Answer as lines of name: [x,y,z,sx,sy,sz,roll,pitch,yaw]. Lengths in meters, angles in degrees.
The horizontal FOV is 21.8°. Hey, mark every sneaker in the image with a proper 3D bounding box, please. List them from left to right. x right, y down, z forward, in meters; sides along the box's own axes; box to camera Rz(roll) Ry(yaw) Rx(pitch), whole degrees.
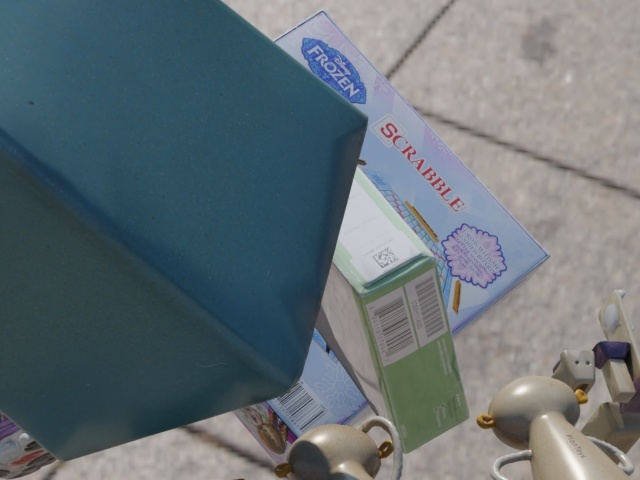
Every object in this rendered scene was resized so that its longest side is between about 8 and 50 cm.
sneaker: [-0.162,0.087,0.952,0.068,0.170,0.071,-7,72,-47]

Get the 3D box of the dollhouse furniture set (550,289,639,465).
dollhouse furniture set: [0.162,0.086,1.033,0.091,0.114,0.081,3,50,-20]

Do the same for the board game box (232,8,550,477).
board game box: [-0.012,-0.008,1.465,0.318,0.066,0.319,-35,79,-30]

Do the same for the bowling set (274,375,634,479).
bowling set: [0.022,0.198,0.839,0.287,0.200,0.154,-7,37,-18]

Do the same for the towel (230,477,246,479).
towel: [-0.019,0.443,1.624,0.040,0.271,0.370,-19,59,-6]

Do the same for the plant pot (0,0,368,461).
plant pot: [-0.126,-0.042,0.751,0.165,0.234,0.165,-20,41,38]

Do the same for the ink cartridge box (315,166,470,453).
ink cartridge box: [0.000,0.000,1.032,0.056,0.171,0.235,-29,51,-10]
